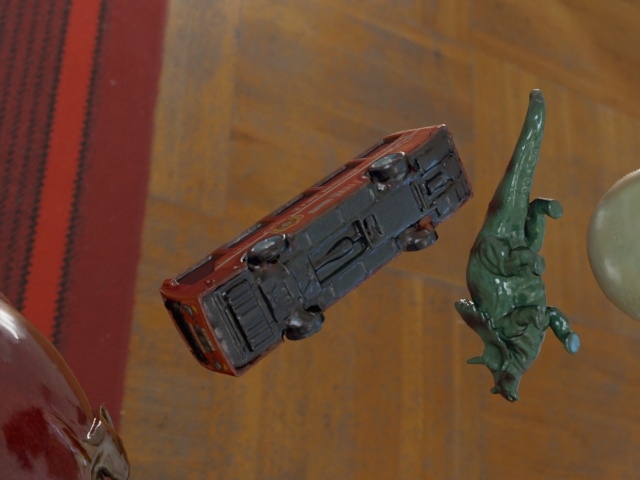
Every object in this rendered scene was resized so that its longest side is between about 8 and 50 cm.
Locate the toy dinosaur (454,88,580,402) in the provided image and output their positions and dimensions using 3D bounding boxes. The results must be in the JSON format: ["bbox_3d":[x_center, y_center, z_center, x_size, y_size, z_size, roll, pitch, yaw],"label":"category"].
[{"bbox_3d":[0.191,0.018,1.018,0.079,0.120,0.292,-10,120,-40],"label":"toy dinosaur"}]

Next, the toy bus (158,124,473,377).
[{"bbox_3d":[0.000,0.000,0.345,0.110,0.043,0.031,-34,111,-30],"label":"toy bus"}]

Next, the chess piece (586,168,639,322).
[{"bbox_3d":[0.246,-0.023,0.584,0.133,0.243,0.133,13,66,-30],"label":"chess piece"}]

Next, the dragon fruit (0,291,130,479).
[{"bbox_3d":[-0.238,0.113,0.549,0.250,0.250,0.315,-25,58,-38],"label":"dragon fruit"}]
